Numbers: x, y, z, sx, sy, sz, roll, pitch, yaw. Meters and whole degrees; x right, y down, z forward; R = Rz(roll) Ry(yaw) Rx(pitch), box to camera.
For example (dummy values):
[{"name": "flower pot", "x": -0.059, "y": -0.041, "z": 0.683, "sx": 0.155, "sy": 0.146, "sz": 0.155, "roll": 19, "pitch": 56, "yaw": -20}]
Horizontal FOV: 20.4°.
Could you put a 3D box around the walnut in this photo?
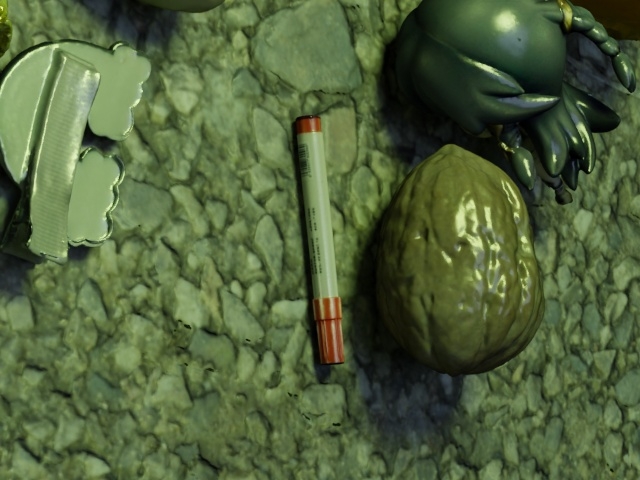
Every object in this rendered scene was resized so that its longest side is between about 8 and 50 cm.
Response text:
[{"name": "walnut", "x": 0.133, "y": 0.019, "z": 1.728, "sx": 0.178, "sy": 0.178, "sz": 0.230, "roll": 6, "pitch": 77, "yaw": -42}]

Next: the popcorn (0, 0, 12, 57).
[{"name": "popcorn", "x": -0.280, "y": -0.180, "z": 1.445, "sx": 0.068, "sy": 0.059, "sz": 0.083, "roll": -32, "pitch": 114, "yaw": -40}]

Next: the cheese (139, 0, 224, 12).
[{"name": "cheese", "x": -0.137, "y": -0.412, "z": 1.552, "sx": 0.351, "sy": 0.129, "sz": 0.328, "roll": 48, "pitch": 57, "yaw": -26}]

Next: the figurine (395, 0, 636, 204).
[{"name": "figurine", "x": 0.198, "y": -0.160, "z": 1.802, "sx": 0.265, "sy": 0.175, "sz": 0.197, "roll": 19, "pitch": 94, "yaw": -41}]

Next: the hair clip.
[{"name": "hair clip", "x": -0.217, "y": -0.083, "z": 1.498, "sx": 0.140, "sy": 0.054, "sz": 0.220, "roll": 23, "pitch": 67, "yaw": -34}]

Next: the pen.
[{"name": "pen", "x": 0.000, "y": 0.000, "z": 1.695, "sx": 0.028, "sy": 0.028, "sz": 0.239, "roll": -4, "pitch": 87, "yaw": -42}]

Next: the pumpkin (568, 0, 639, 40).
[{"name": "pumpkin", "x": 0.290, "y": -0.358, "z": 1.854, "sx": 0.303, "sy": 0.256, "sz": 0.225, "roll": 20, "pitch": 74, "yaw": -17}]
